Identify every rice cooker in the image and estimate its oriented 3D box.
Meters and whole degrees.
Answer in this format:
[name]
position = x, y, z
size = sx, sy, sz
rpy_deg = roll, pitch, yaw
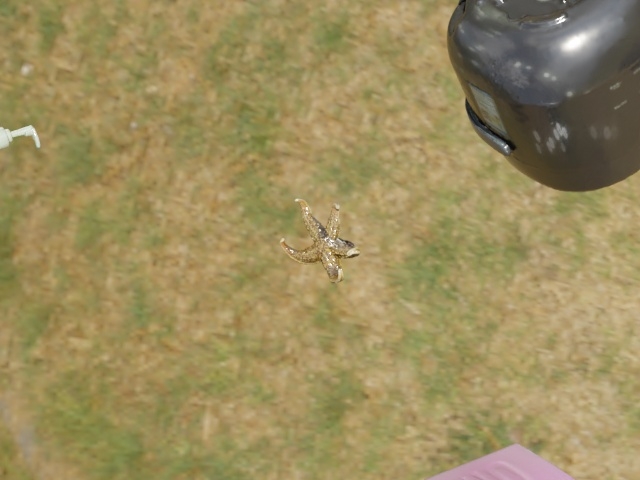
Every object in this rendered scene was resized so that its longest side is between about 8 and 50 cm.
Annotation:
[rice cooker]
position = 0.273, -0.205, 1.588
size = 0.267, 0.224, 0.267
rpy_deg = -17, 41, 15

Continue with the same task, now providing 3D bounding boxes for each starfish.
[starfish]
position = 0.000, 0.000, 1.344
size = 0.078, 0.028, 0.091
rpy_deg = -41, 68, 31

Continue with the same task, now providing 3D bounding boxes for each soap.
[soap]
position = 0.167, 0.287, 1.504
size = 0.122, 0.203, 0.065
rpy_deg = 28, 124, 47

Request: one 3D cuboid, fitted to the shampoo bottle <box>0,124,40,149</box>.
[shampoo bottle]
position = -0.409, -0.095, 1.598
size = 0.056, 0.195, 0.056
rpy_deg = 49, 150, 40
